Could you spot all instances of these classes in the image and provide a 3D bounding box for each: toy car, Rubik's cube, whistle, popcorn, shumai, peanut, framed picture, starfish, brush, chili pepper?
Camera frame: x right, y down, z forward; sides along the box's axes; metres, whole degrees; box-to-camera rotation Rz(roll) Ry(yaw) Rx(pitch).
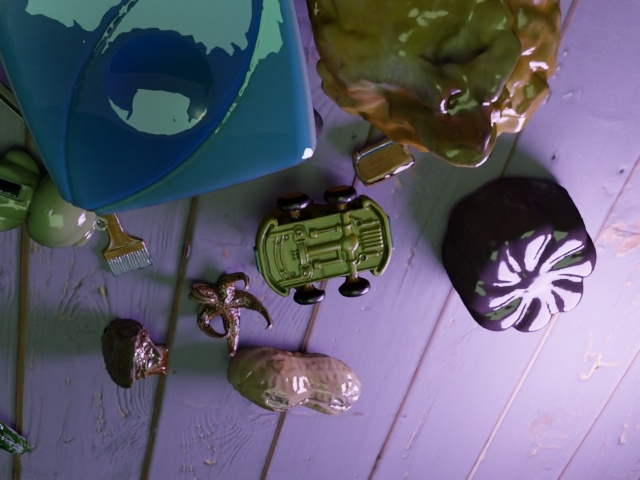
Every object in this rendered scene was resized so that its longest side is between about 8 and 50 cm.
[{"bbox_3d":[0.000,0.000,1.430,0.247,0.142,0.200,-8,104,-9],"label":"toy car"},{"bbox_3d":[-0.210,-0.278,1.045,0.352,0.347,0.352,-15,128,0],"label":"Rubik's cube"},{"bbox_3d":[-0.492,-0.074,1.304,0.294,0.141,0.141,19,122,-2],"label":"whistle"},{"bbox_3d":[0.165,-0.314,1.129,0.354,0.344,0.390,-16,114,-53],"label":"popcorn"},{"bbox_3d":[-0.353,0.219,1.554,0.116,0.145,0.146,-5,131,-36],"label":"shumai"},{"bbox_3d":[-0.051,0.291,1.653,0.290,0.130,0.130,9,124,-21],"label":"peanut"},{"bbox_3d":[-0.440,-0.190,1.179,0.016,0.184,0.250,-49,127,-10],"label":"framed picture"},{"bbox_3d":[-0.170,0.140,1.544,0.146,0.074,0.190,-12,128,-2],"label":"starfish"},{"bbox_3d":[-0.370,-0.026,1.417,0.082,0.010,0.218,-16,127,1],"label":"brush"},{"bbox_3d":[-0.669,0.384,1.634,0.059,0.088,0.227,-25,136,11],"label":"chili pepper"}]

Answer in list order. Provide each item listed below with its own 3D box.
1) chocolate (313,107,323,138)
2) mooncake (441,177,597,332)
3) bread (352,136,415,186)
[{"bbox_3d":[-0.117,-0.180,1.295,0.248,0.110,0.110,-7,128,-6],"label":"chocolate"},{"bbox_3d":[0.386,0.035,1.538,0.306,0.154,0.306,-8,129,-9],"label":"mooncake"},{"bbox_3d":[0.109,-0.142,1.407,0.106,0.053,0.072,-23,105,3],"label":"bread"}]
